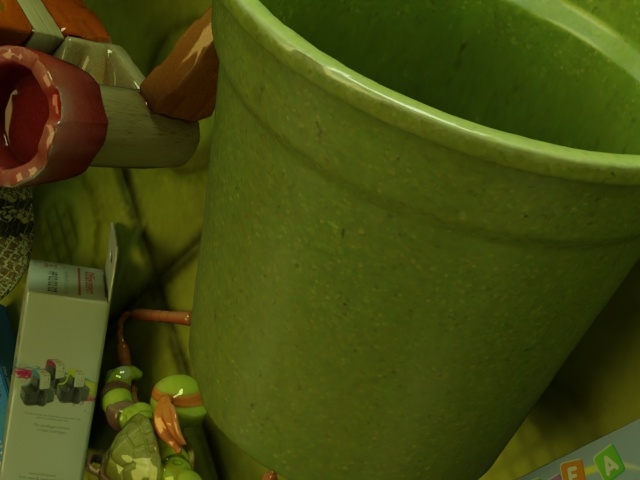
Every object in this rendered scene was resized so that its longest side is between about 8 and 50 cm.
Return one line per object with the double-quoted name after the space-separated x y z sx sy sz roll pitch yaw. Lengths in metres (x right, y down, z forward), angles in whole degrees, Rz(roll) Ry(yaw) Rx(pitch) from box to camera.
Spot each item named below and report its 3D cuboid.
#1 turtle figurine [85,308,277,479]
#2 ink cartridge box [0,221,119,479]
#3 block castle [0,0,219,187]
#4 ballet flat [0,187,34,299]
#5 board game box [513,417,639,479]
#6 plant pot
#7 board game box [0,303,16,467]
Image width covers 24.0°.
-0.111 0.179 1.011 0.269 0.087 0.217 37 117 47 "turtle figurine"
-0.192 0.079 1.101 0.104 0.062 0.181 -130 50 -74 "ink cartridge box"
-0.195 -0.278 0.953 0.303 0.213 0.453 -46 66 25 "block castle"
-0.361 -0.171 1.173 0.164 0.182 0.482 -23 65 -1 "ballet flat"
0.161 0.207 0.747 0.160 0.039 0.211 -37 61 42 "board game box"
0.046 -0.018 0.743 0.276 0.276 0.254 51 136 36 "plant pot"
-0.301 0.171 1.211 0.160 0.047 0.210 -28 64 11 "board game box"
